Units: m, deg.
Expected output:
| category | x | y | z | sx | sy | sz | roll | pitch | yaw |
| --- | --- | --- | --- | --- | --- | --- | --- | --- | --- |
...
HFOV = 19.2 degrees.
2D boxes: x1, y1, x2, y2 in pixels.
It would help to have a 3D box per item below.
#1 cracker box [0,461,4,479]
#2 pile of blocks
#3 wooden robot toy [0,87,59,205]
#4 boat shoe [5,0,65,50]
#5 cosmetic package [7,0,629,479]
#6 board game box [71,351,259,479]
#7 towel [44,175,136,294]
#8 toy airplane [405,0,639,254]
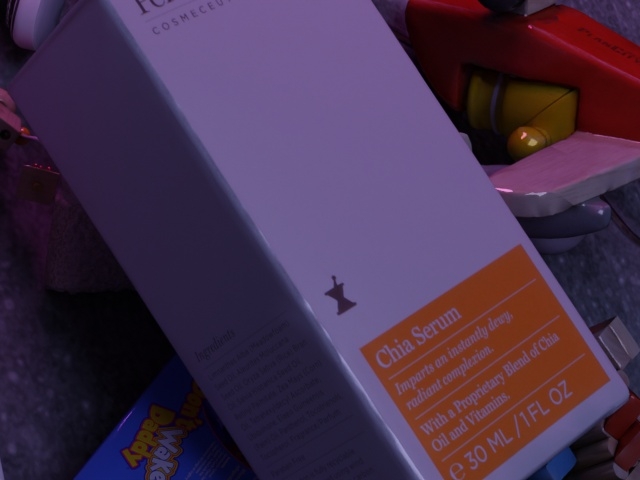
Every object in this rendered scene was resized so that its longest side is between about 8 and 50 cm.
| category | x | y | z | sx | sy | sz | roll | pitch | yaw |
| --- | --- | --- | --- | --- | --- | --- | --- | --- | --- |
| cracker box | -0.307 | 0.180 | 1.352 | 0.155 | 0.067 | 0.232 | -3 | 72 | -40 |
| pile of blocks | 0.252 | 0.215 | 1.760 | 0.149 | 0.112 | 0.362 | 6 | 66 | -37 |
| wooden robot toy | -0.278 | -0.098 | 1.522 | 0.173 | 0.076 | 0.079 | 40 | 15 | -18 |
| boat shoe | -0.246 | -0.260 | 1.608 | 0.070 | 0.078 | 0.219 | 7 | 64 | 2 |
| cosmetic package | 0.000 | 0.000 | 1.404 | 0.230 | 0.161 | 0.453 | -31 | 86 | -41 |
| board game box | -0.044 | 0.193 | 1.483 | 0.233 | 0.078 | 0.347 | 29 | 48 | 11 |
| towel | -0.095 | -0.047 | 1.576 | 0.282 | 0.049 | 0.187 | -4 | 112 | -39 |
| toy airplane | 0.281 | -0.092 | 1.818 | 0.386 | 0.272 | 0.384 | 12 | 30 | -20 |
